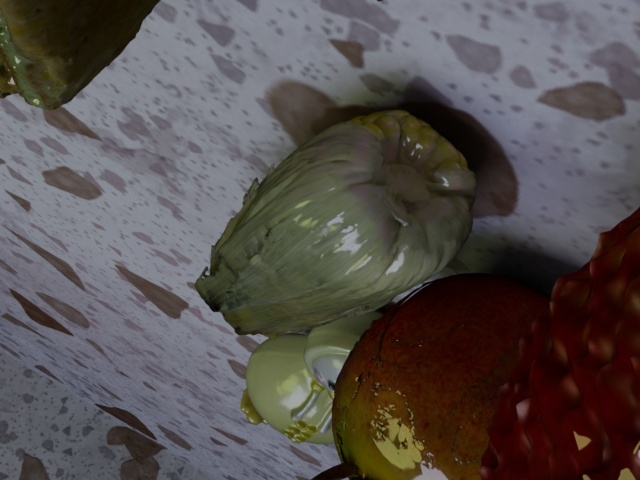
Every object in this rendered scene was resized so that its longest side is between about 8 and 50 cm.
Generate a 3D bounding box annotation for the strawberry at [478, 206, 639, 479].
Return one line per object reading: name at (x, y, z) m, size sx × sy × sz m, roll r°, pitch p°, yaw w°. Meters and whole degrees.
strawberry at (0.206, 0.066, 0.448) m, size 0.292 × 0.292 × 0.343 m, roll 18°, pitch 129°, yaw 29°

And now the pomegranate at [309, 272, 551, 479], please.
pomegranate at (0.101, 0.135, 0.696) m, size 0.210 × 0.235 × 0.210 m, roll 42°, pitch 162°, yaw 17°

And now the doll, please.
doll at (0.007, 0.137, 0.967) m, size 0.141 × 0.117 × 0.296 m, roll 31°, pitch 158°, yaw -8°

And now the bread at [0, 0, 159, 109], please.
bread at (-0.145, -0.159, 0.523) m, size 0.102 × 0.138 × 0.196 m, roll 38°, pitch 160°, yaw 12°

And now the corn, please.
corn at (-0.001, 0.004, 0.691) m, size 0.122 × 0.123 × 0.305 m, roll 58°, pitch 157°, yaw 3°
